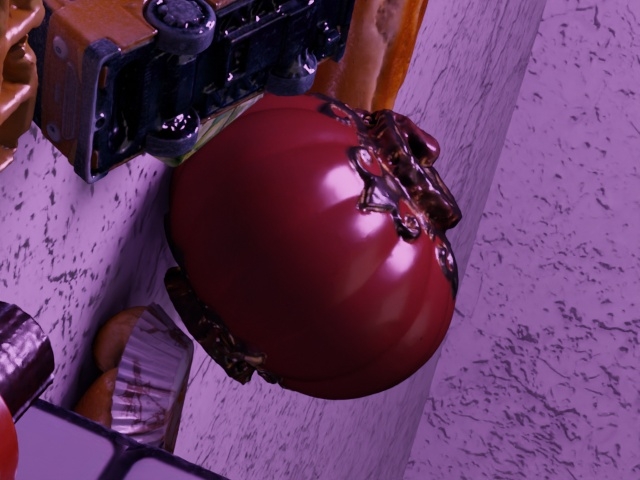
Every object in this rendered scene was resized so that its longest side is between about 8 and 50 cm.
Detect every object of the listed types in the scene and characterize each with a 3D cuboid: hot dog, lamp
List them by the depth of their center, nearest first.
[{"bbox_3d":[0.000,0.000,1.325,0.227,0.227,0.226,21,90,-78],"label":"lamp"},{"bbox_3d":[-0.140,0.154,1.345,0.131,0.069,0.252,-70,176,-48],"label":"hot dog"},{"bbox_3d":[0.037,-0.210,1.439,0.135,0.100,0.337,-67,173,-56],"label":"hot dog"}]

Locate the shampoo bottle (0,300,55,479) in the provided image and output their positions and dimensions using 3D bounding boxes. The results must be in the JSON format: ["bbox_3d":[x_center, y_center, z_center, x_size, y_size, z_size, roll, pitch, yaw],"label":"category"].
[{"bbox_3d":[-0.205,0.110,0.862,0.278,0.104,0.104,-50,157,-58],"label":"shampoo bottle"}]

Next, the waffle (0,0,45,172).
[{"bbox_3d":[-0.168,-0.099,0.799,0.160,0.055,0.210,-52,158,-53],"label":"waffle"}]

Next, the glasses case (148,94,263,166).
[{"bbox_3d":[-0.069,-0.176,1.102,0.095,0.062,0.272,-42,153,-40],"label":"glasses case"}]

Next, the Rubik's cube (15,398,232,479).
[{"bbox_3d":[-0.116,0.356,1.108,0.344,0.344,0.337,101,15,-45],"label":"Rubik's cube"}]

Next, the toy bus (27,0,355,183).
[{"bbox_3d":[-0.074,-0.114,0.984,0.182,0.103,0.091,-31,148,-35],"label":"toy bus"}]
